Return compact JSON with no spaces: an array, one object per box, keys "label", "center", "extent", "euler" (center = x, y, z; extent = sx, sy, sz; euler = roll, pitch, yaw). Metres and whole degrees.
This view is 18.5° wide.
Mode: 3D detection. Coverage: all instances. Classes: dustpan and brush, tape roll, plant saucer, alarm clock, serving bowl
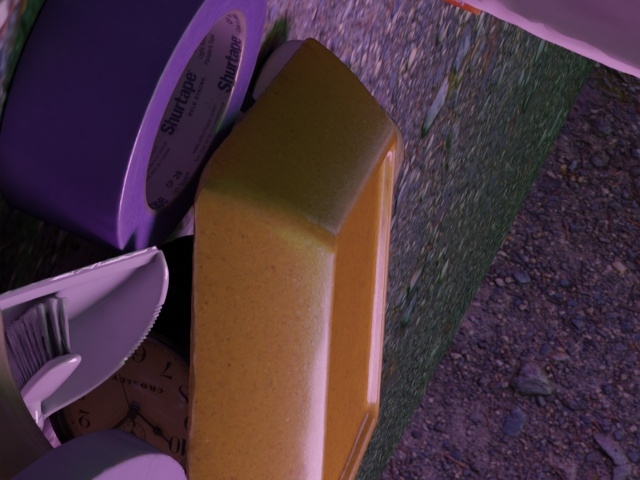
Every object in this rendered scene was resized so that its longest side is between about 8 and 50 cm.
[{"label":"dustpan and brush","center":[-0.172,0.087,1.178],"extent":[0.147,0.060,0.211],"euler":[-19,165,-27]},{"label":"tape roll","center":[-0.107,-0.089,1.150],"extent":[0.189,0.080,0.189],"euler":[-61,168,-22]},{"label":"plant saucer","center":[-0.011,0.063,1.340],"extent":[0.333,0.081,0.332],"euler":[-60,156,-66]},{"label":"alarm clock","center":[-0.124,0.125,1.370],"extent":[0.064,0.129,0.192],"euler":[-45,148,-64]},{"label":"serving bowl","center":[-0.035,-0.124,1.566],"extent":[0.083,0.027,0.083],"euler":[-61,168,-24]}]

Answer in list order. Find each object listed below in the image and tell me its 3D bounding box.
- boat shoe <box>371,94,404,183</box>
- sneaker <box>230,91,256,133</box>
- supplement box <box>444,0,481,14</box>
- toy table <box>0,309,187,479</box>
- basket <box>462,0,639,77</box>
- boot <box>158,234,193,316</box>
[{"label":"boat shoe","center":[0.000,0.000,1.841],"extent":[0.089,0.105,0.285],"euler":[55,48,-72]},{"label":"sneaker","center":[-0.045,-0.050,1.496],"extent":[0.091,0.094,0.258],"euler":[-63,169,-5]},{"label":"supplement box","center":[0.155,-0.331,1.923],"extent":[0.233,0.078,0.080],"euler":[97,20,-55]},{"label":"toy table","center":[-0.186,0.141,0.978],"extent":[0.252,0.161,0.274],"euler":[-59,165,-9]},{"label":"basket","center":[0.261,-0.322,1.442],"extent":[0.266,0.331,0.328],"euler":[-49,161,-55]},{"label":"boot","center":[-0.112,0.091,1.521],"extent":[0.189,0.076,0.208],"euler":[-52,162,0]}]
